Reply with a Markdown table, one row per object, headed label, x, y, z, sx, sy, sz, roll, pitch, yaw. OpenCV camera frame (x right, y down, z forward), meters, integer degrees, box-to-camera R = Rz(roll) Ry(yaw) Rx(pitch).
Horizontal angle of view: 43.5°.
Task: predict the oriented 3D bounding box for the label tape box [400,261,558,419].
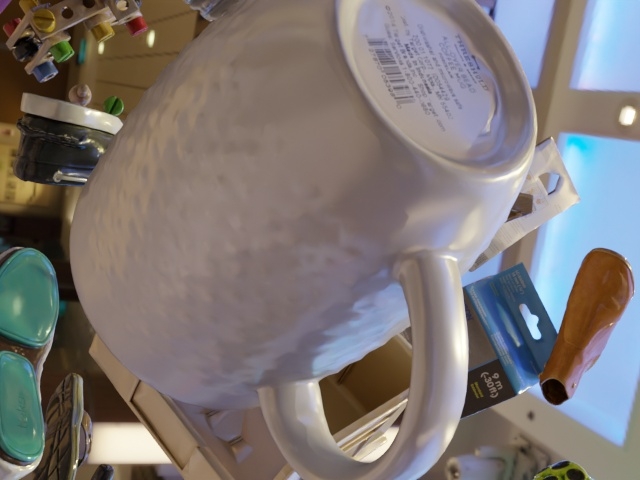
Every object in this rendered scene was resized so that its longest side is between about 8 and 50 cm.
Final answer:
| label | x | y | z | sx | sy | sz | roll | pitch | yaw |
| --- | --- | --- | --- | --- | --- | --- | --- | --- | --- |
| label tape box | 0.305 | 0.219 | 1.641 | 0.333 | 0.106 | 0.241 | -28 | -101 | 19 |

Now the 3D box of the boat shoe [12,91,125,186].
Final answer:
| label | x | y | z | sx | sy | sz | roll | pitch | yaw |
| --- | --- | --- | --- | --- | --- | --- | --- | --- | --- |
| boat shoe | -0.242 | -0.096 | 0.924 | 0.114 | 0.302 | 0.091 | 18 | -86 | 23 |

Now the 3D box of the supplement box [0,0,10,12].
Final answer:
| label | x | y | z | sx | sy | sz | roll | pitch | yaw |
| --- | --- | --- | --- | --- | --- | --- | --- | --- | --- |
| supplement box | -0.476 | -0.341 | 1.058 | 0.188 | 0.104 | 0.081 | -44 | -114 | 13 |

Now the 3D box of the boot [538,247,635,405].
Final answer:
| label | x | y | z | sx | sy | sz | roll | pitch | yaw |
| --- | --- | --- | --- | --- | --- | --- | --- | --- | --- |
| boot | 0.481 | 0.171 | 1.472 | 0.104 | 0.211 | 0.295 | 24 | -32 | 26 |

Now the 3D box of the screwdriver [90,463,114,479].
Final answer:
| label | x | y | z | sx | sy | sz | roll | pitch | yaw |
| --- | --- | --- | --- | --- | --- | --- | --- | --- | --- |
| screwdriver | -0.276 | 0.334 | 0.924 | 0.024 | 0.025 | 0.170 | -3 | 116 | -77 |

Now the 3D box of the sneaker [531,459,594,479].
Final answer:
| label | x | y | z | sx | sy | sz | roll | pitch | yaw |
| --- | --- | --- | --- | --- | --- | --- | --- | --- | --- |
| sneaker | 0.426 | 0.426 | 1.214 | 0.124 | 0.109 | 0.295 | 59 | -23 | -18 |

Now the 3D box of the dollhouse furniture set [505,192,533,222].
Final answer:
| label | x | y | z | sx | sy | sz | roll | pitch | yaw |
| --- | --- | --- | --- | --- | --- | --- | --- | --- | --- |
| dollhouse furniture set | 0.176 | -0.001 | 1.067 | 0.144 | 0.151 | 0.123 | 150 | -52 | -74 |

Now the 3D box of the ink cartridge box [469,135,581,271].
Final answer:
| label | x | y | z | sx | sy | sz | roll | pitch | yaw |
| --- | --- | --- | --- | --- | --- | --- | --- | --- | --- |
| ink cartridge box | 0.330 | -0.076 | 1.491 | 0.261 | 0.296 | 0.066 | -35 | -122 | 11 |

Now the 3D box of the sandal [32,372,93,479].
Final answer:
| label | x | y | z | sx | sy | sz | roll | pitch | yaw |
| --- | --- | --- | --- | --- | --- | --- | --- | --- | --- |
| sandal | -0.497 | 0.393 | 1.606 | 0.120 | 0.086 | 0.303 | -37 | -146 | 21 |

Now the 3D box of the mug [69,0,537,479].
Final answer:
| label | x | y | z | sx | sy | sz | roll | pitch | yaw |
| --- | --- | --- | --- | --- | --- | --- | --- | --- | --- |
| mug | 0.000 | 0.000 | 0.602 | 0.328 | 0.276 | 0.374 | -38 | -121 | 48 |

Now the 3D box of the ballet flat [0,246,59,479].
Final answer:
| label | x | y | z | sx | sy | sz | roll | pitch | yaw |
| --- | --- | --- | --- | --- | --- | --- | --- | --- | --- |
| ballet flat | -0.467 | 0.175 | 1.157 | 0.400 | 0.139 | 0.139 | -106 | -149 | -44 |

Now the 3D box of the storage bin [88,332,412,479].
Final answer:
| label | x | y | z | sx | sy | sz | roll | pitch | yaw |
| --- | --- | --- | --- | --- | --- | --- | --- | --- | --- |
| storage bin | -0.061 | 0.130 | 0.850 | 0.262 | 0.260 | 0.123 | 46 | -53 | 22 |

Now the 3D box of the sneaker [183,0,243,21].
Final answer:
| label | x | y | z | sx | sy | sz | roll | pitch | yaw |
| --- | --- | --- | --- | --- | --- | --- | --- | --- | --- |
| sneaker | -0.116 | -0.324 | 1.027 | 0.110 | 0.292 | 0.118 | -32 | -160 | 10 |

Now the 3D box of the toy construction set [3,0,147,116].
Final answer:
| label | x | y | z | sx | sy | sz | roll | pitch | yaw |
| --- | --- | --- | --- | --- | --- | --- | --- | --- | --- |
| toy construction set | -0.406 | -0.352 | 1.368 | 0.237 | 0.257 | 0.309 | 180 | -95 | -68 |
